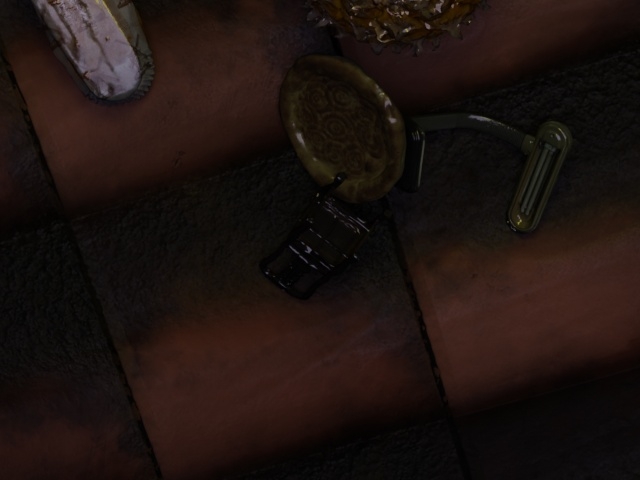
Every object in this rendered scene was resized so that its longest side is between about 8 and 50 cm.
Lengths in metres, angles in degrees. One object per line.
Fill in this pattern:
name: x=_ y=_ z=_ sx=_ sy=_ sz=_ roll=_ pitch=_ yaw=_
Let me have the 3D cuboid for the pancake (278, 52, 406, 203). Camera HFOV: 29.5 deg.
pancake: x=0.029 y=-0.171 z=1.822 sx=0.250 sy=0.031 sz=0.250 roll=28 pitch=137 yaw=30

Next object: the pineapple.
pineapple: x=0.098 y=-0.427 z=1.702 sx=0.352 sy=0.300 sz=0.352 roll=0 pitch=98 yaw=3

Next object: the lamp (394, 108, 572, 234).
lamp: x=0.220 y=-0.107 z=1.873 sx=0.283 sy=0.124 sz=0.203 roll=-1 pitch=118 yaw=-16

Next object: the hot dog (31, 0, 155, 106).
hot dog: x=-0.348 y=-0.329 z=1.842 sx=0.144 sy=0.075 sz=0.268 roll=-26 pitch=99 yaw=3

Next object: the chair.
chair: x=0.000 y=0.000 z=1.894 sx=0.106 sy=0.229 sz=0.113 roll=39 pitch=63 yaw=-7
